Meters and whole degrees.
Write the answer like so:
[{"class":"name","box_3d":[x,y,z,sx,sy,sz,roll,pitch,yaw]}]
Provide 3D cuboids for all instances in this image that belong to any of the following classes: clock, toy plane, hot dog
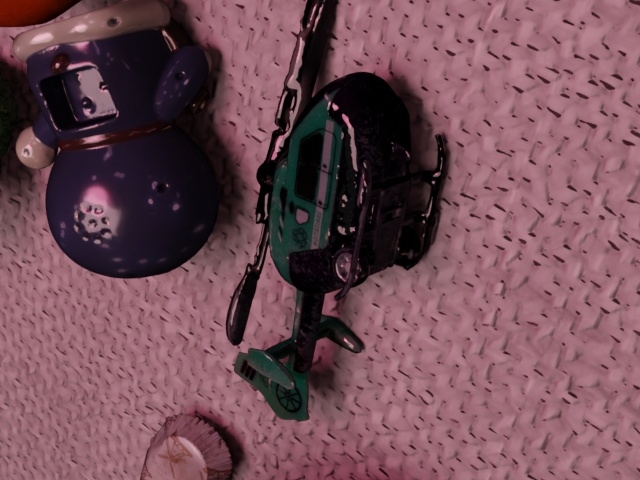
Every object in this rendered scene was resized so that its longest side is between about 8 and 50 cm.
[{"class":"clock","box_3d":[-0.183,-0.083,1.028,0.200,0.146,0.243,-10,102,18]},{"class":"toy plane","box_3d":[0.000,0.000,0.953,0.155,0.106,0.381,30,126,34]},{"class":"hot dog","box_3d":[-0.147,0.256,1.208,0.099,0.053,0.192,40,132,21]}]

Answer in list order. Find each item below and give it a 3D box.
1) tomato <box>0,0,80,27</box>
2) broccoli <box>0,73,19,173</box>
[{"class":"tomato","box_3d":[-0.291,-0.313,0.983,0.260,0.180,0.259,0,119,1]},{"class":"broccoli","box_3d":[-0.456,-0.129,1.164,0.269,0.269,0.254,31,96,26]}]
